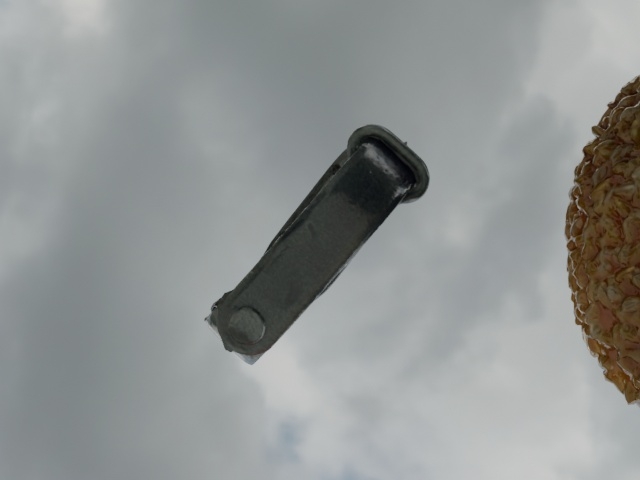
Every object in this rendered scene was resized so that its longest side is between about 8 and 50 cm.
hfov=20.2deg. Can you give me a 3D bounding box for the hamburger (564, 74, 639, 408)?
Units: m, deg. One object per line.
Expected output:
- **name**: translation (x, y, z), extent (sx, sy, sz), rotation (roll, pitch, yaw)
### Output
- **hamburger**: translation (0.335, 0.011, 1.237), extent (0.330, 0.250, 0.330), rotation (-5, -109, 16)

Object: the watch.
- **watch**: translation (0.000, 0.000, 1.346), extent (0.068, 0.193, 0.206), rotation (41, -72, -1)
